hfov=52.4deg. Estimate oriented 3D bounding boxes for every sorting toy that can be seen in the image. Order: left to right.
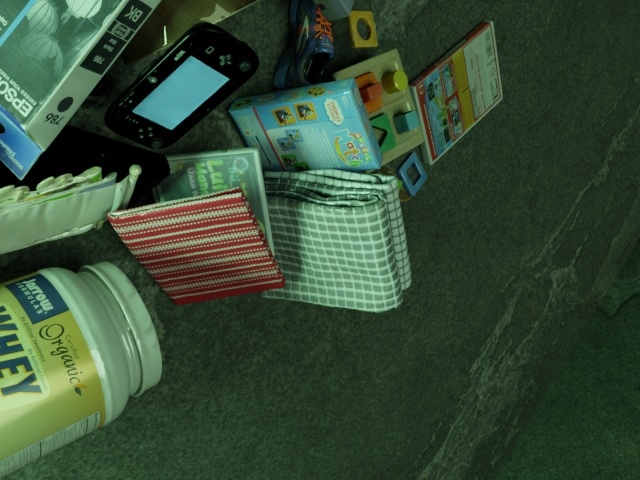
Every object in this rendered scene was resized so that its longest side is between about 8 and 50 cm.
[{"bbox_3d":[0.116,-0.234,1.144,0.196,0.047,0.347,-34,111,-40],"label":"sorting toy"}]

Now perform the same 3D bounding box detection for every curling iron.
[{"bbox_3d":[-0.373,-0.237,0.802,0.274,0.035,0.068,28,87,-48],"label":"curling iron"}]

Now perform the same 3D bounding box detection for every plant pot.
[{"bbox_3d":[-0.206,-0.372,0.807,0.215,0.215,0.230,-38,115,-27],"label":"plant pot"}]

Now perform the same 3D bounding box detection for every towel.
[{"bbox_3d":[-0.176,0.018,0.993,0.199,0.031,0.275,-11,147,5],"label":"towel"},{"bbox_3d":[0.000,0.000,1.101,0.121,0.284,0.235,-60,145,-42],"label":"towel"}]

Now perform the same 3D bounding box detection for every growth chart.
[{"bbox_3d":[-0.339,-0.039,0.830,0.237,0.021,0.172,-19,161,-42],"label":"growth chart"}]

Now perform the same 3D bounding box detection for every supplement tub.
[{"bbox_3d":[-0.390,0.168,0.830,0.316,0.228,0.228,-24,124,-37],"label":"supplement tub"}]

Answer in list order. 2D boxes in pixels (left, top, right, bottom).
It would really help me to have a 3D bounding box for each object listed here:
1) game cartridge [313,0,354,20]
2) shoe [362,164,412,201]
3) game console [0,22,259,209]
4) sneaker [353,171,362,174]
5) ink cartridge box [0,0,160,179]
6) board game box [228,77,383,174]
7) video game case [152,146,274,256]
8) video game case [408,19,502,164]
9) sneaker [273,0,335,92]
[{"bbox_3d":[-0.033,-0.527,0.933,0.355,0.068,0.230,43,56,-47],"label":"game cartridge"},{"bbox_3d":[0.091,-0.139,1.290,0.219,0.058,0.076,31,81,-30],"label":"shoe"},{"bbox_3d":[-0.240,-0.145,0.817,0.361,0.044,0.213,-34,156,26],"label":"game console"},{"bbox_3d":[0.072,-0.164,1.184,0.125,0.104,0.262,10,90,-24],"label":"sneaker"},{"bbox_3d":[-0.300,-0.241,0.705,0.332,0.165,0.065,-49,173,11],"label":"ink cartridge box"},{"bbox_3d":[-0.021,-0.174,1.064,0.160,0.211,0.039,63,33,-41],"label":"board game box"},{"bbox_3d":[-0.170,-0.050,1.024,0.173,0.022,0.190,-5,120,3],"label":"video game case"},{"bbox_3d":[0.307,-0.330,1.453,0.285,0.025,0.204,-42,134,-24],"label":"video game case"},{"bbox_3d":[-0.007,-0.337,1.086,0.083,0.087,0.221,-2,110,-45],"label":"sneaker"}]
